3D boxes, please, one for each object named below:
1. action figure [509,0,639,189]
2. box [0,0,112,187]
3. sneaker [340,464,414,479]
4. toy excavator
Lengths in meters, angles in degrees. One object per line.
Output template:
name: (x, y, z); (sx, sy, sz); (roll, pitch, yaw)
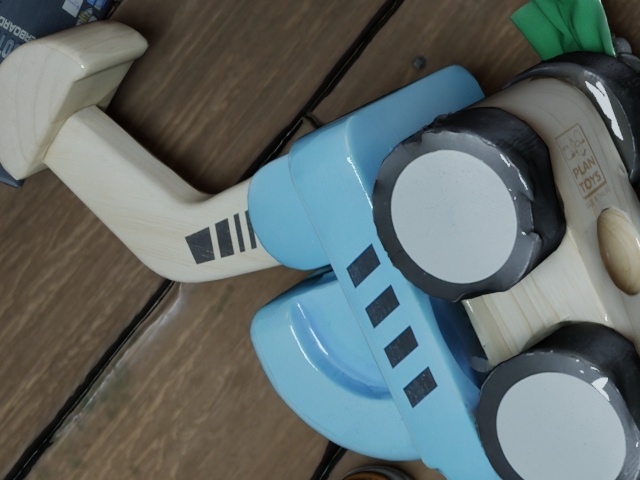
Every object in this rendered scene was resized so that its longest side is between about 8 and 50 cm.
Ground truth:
action figure: (0.225, -0.088, 1.040); (0.063, 0.137, 0.232); (-30, 82, -5)
box: (-0.263, -0.154, 1.106); (0.059, 0.232, 0.183); (26, 87, 23)
sneaker: (-0.015, 0.292, 1.022); (0.106, 0.123, 0.290); (17, 86, 15)
toy excavator: (0.000, 0.000, 1.018); (0.445, 0.222, 0.433); (-22, 96, 36)
